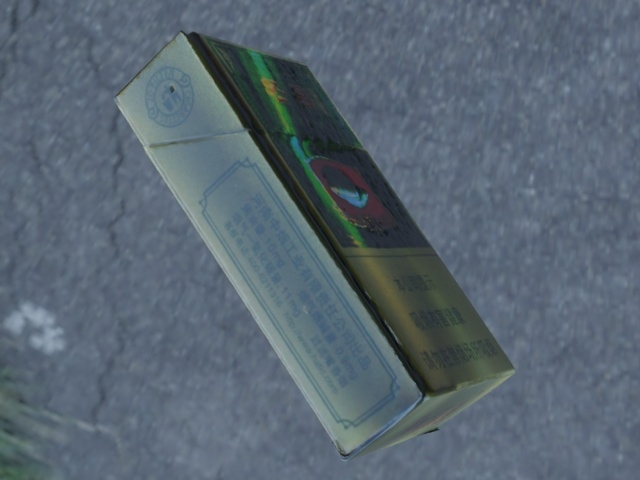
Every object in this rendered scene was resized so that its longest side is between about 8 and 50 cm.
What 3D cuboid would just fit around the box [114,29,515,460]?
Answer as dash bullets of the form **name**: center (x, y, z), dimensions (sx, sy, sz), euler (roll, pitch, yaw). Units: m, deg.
- **box**: center (0.000, 0.000, 0.839), dimensions (0.071, 0.159, 0.240), euler (-39, 76, 21)
